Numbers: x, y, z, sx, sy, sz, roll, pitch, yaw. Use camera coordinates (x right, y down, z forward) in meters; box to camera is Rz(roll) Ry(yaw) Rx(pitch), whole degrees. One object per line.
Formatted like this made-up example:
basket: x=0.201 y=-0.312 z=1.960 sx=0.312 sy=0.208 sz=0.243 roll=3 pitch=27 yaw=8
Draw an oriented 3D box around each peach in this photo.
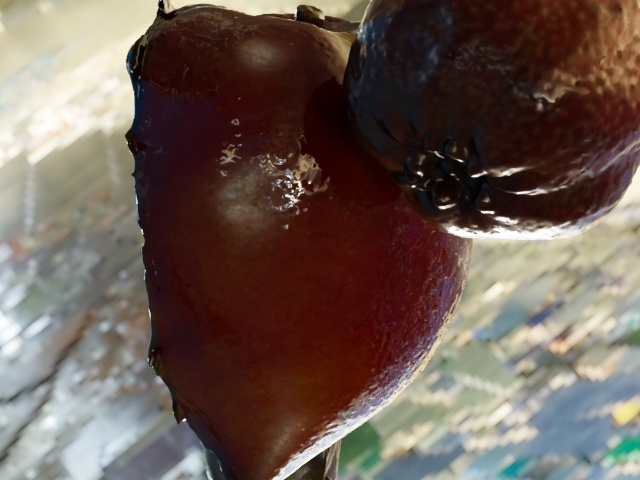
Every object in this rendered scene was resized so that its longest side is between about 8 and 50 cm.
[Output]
peach: x=0.000 y=0.000 z=1.338 sx=0.258 sy=0.201 sz=0.362 roll=-7 pitch=-87 yaw=-71

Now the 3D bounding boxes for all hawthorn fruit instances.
hawthorn fruit: x=0.133 y=-0.124 z=1.186 sx=0.205 sy=0.253 sz=0.205 roll=25 pitch=149 yaw=16

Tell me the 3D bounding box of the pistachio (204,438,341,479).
pistachio: x=-0.042 y=0.183 z=1.746 sx=0.130 sy=0.165 sz=0.210 roll=11 pitch=-121 yaw=-42
